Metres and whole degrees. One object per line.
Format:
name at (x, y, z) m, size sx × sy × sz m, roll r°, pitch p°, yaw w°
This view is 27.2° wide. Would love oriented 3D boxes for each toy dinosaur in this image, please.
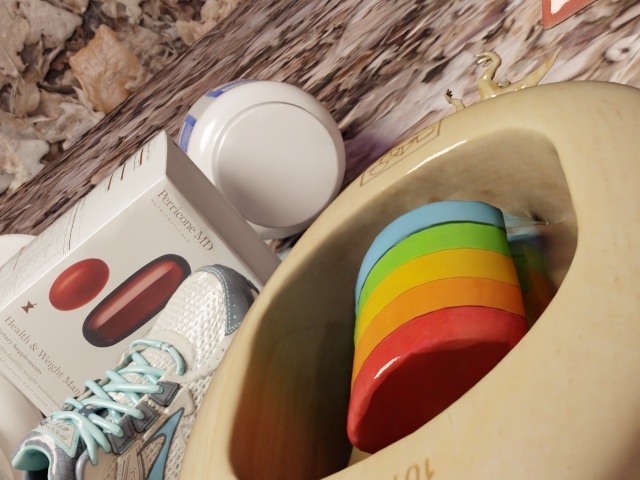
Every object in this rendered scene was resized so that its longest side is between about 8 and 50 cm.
toy dinosaur at (0.156, -0.122, 1.177) m, size 0.183 × 0.053 × 0.092 m, roll -39°, pitch 31°, yaw 30°

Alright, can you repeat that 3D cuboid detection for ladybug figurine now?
ladybug figurine at (0.081, 0.073, 0.634) m, size 0.305 × 0.162 × 0.449 m, roll -33°, pitch 19°, yaw 21°

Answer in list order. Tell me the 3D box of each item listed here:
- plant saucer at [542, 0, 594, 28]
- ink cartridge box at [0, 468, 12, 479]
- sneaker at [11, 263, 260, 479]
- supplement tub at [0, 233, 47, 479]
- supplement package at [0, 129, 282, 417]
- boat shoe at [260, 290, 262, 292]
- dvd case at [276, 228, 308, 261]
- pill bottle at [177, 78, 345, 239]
plant saucer at (0.330, -0.343, 1.333) m, size 0.258 × 0.048 × 0.259 m, roll -31°, pitch 19°, yaw 30°
ink cartridge box at (-0.288, 0.266, 0.951) m, size 0.218 × 0.158 × 0.092 m, roll -50°, pitch 18°, yaw -26°
sneaker at (-0.127, 0.137, 0.868) m, size 0.110 × 0.122 × 0.283 m, roll 10°, pitch 71°, yaw 46°
supplement tub at (-0.326, 0.137, 1.295) m, size 0.191 × 0.191 × 0.272 m, roll -29°, pitch 20°, yaw 33°
supplement package at (-0.142, 0.058, 1.093) m, size 0.203 × 0.194 × 0.149 m, roll -39°, pitch 18°, yaw 7°
boat shoe at (-0.003, 0.075, 0.955) m, size 0.302 × 0.109 × 0.094 m, roll -38°, pitch 41°, yaw 20°
dvd case at (0.000, 0.000, 1.242) m, size 0.119 × 0.013 × 0.087 m, roll -43°, pitch 17°, yaw -5°
pill bottle at (-0.059, -0.081, 1.297) m, size 0.152 × 0.152 × 0.272 m, roll -41°, pitch 12°, yaw -2°
